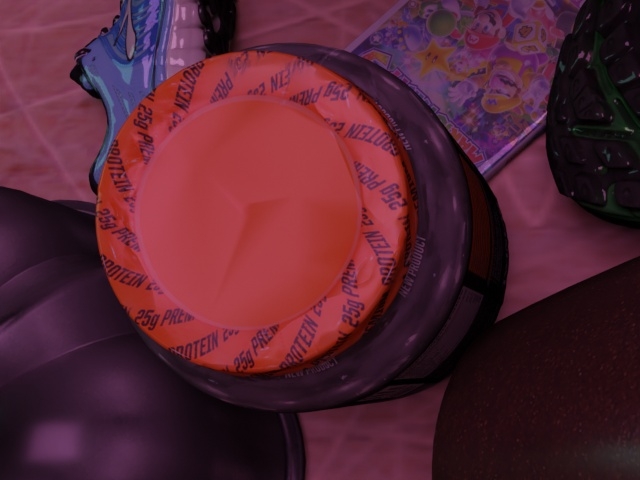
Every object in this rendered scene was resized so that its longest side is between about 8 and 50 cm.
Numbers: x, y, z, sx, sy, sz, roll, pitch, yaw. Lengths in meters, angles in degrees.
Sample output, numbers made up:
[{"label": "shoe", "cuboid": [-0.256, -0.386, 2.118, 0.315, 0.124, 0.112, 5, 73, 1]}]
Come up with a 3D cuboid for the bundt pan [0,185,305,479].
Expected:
[{"label": "bundt pan", "cuboid": [-0.174, 0.116, 0.521, 0.330, 0.124, 0.331, -4, 72, 13]}]

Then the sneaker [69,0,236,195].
[{"label": "sneaker", "cuboid": [-0.079, -0.090, 0.592, 0.073, 0.063, 0.162, -7, 72, 15]}]

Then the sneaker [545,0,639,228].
[{"label": "sneaker", "cuboid": [0.243, -0.064, 0.471, 0.343, 0.146, 0.134, -13, 59, 27]}]

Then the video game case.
[{"label": "video game case", "cuboid": [0.064, -0.075, 0.579, 0.122, 0.011, 0.087, -42, 69, -1]}]

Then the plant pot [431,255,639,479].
[{"label": "plant pot", "cuboid": [0.156, 0.075, 0.411, 0.230, 0.215, 0.215, -5, 70, 42]}]

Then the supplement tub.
[{"label": "supplement tub", "cuboid": [0.000, 0.000, 0.469, 0.117, 0.190, 0.117, -1, 84, 13]}]
